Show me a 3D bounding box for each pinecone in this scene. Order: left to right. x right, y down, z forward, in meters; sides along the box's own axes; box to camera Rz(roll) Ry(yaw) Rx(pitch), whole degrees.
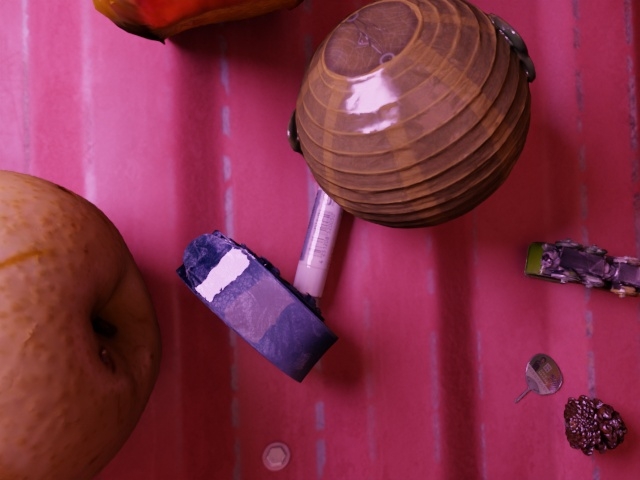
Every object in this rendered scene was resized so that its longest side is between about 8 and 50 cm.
[{"bbox_3d":[0.372,0.250,0.633,0.083,0.077,0.077,4,88,-15],"label":"pinecone"}]

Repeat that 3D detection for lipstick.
[{"bbox_3d":[0.000,0.000,0.584,0.040,0.040,0.141,15,86,-10],"label":"lipstick"}]

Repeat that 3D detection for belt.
[{"bbox_3d":[-0.069,0.067,0.517,0.190,0.141,0.082,43,80,-4],"label":"belt"}]

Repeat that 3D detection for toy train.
[{"bbox_3d":[0.375,0.041,0.640,0.202,0.081,0.060,12,87,-18],"label":"toy train"}]

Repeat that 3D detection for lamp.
[{"bbox_3d":[0.109,-0.122,0.520,0.250,0.250,0.284,-54,138,-8],"label":"lamp"}]

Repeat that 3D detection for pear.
[{"bbox_3d":[-0.300,0.089,0.395,0.309,0.309,0.309,0,88,-11],"label":"pear"}]

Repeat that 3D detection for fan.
[{"bbox_3d":[0.303,0.191,0.657,0.080,0.003,0.060,-10,90,-11],"label":"fan"}]

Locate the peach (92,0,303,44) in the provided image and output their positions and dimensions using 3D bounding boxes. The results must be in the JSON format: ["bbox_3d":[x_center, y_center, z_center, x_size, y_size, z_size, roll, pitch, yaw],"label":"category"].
[{"bbox_3d":[-0.134,-0.361,0.444,0.242,0.306,0.380,-18,87,-4],"label":"peach"}]
